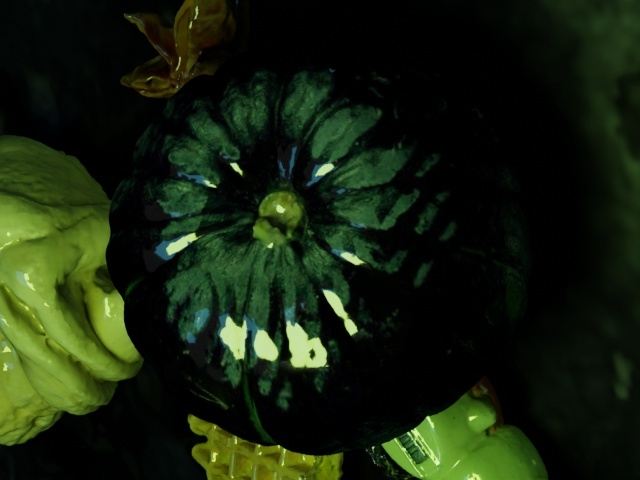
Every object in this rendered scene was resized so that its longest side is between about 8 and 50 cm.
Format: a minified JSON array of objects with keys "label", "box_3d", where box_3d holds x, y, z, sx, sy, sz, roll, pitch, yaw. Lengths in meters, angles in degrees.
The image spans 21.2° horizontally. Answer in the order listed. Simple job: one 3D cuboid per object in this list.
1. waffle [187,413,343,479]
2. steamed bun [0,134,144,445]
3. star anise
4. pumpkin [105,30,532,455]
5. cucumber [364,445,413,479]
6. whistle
[{"label":"waffle","box_3d":[-0.068,0.240,1.800,0.219,0.057,0.229,21,108,47]},{"label":"steamed bun","box_3d":[-0.300,0.057,1.878,0.372,0.230,0.325,112,152,-48]},{"label":"star anise","box_3d":[-0.106,-0.151,1.656,0.196,0.111,0.212,63,148,11]},{"label":"pumpkin","box_3d":[0.000,0.000,1.449,0.363,0.266,0.363,-5,77,21]},{"label":"cucumber","box_3d":[0.048,0.158,1.694,0.053,0.053,0.181,-21,96,50]},{"label":"whistle","box_3d":[0.117,0.169,1.577,0.288,0.106,0.131,55,141,10]}]
